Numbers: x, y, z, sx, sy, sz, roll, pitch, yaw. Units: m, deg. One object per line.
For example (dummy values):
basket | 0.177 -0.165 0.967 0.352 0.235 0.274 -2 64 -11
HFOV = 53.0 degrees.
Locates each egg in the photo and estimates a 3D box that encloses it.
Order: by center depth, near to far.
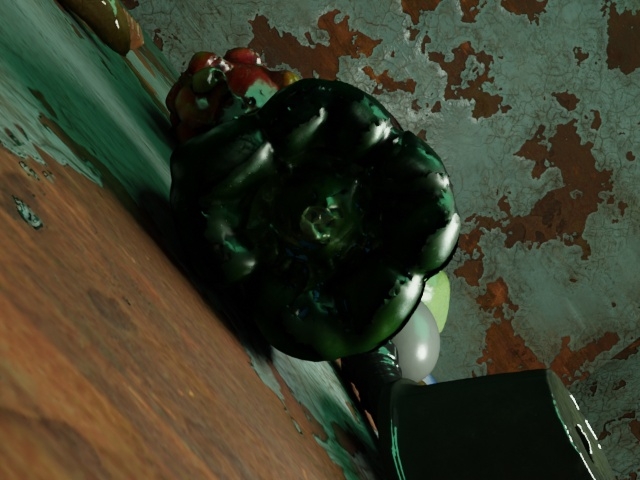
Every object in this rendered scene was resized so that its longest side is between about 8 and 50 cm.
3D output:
egg | 0.157 0.200 1.324 0.176 0.176 0.232 51 11 -32

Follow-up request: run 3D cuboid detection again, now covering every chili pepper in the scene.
chili pepper | -0.009 -0.024 0.623 0.248 0.233 0.257 56 -6 -14

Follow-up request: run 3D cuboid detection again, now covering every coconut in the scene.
coconut | 0.171 0.136 1.697 0.328 0.281 0.328 9 -2 0

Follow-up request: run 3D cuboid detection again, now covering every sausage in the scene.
sausage | -0.393 -0.420 1.270 0.065 0.065 0.169 52 1 -3

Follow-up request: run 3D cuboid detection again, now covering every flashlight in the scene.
flashlight | 0.089 0.212 0.859 0.093 0.093 0.232 52 7 -27

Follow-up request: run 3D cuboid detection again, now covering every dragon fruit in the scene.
dragon fruit | -0.154 -0.204 1.086 0.307 0.243 0.227 -22 92 -50

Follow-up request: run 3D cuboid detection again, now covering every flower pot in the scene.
flower pot | 0.191 0.231 0.636 0.269 0.166 0.269 50 18 -22

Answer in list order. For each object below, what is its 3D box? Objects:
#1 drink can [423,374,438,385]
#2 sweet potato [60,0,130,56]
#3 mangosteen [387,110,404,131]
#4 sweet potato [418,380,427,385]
drink can | 0.231 0.353 1.547 0.235 0.097 0.097 51 2 -41
sweet potato | -0.392 -0.423 0.946 0.341 0.092 0.114 51 27 -47
mangosteen | 0.016 -0.056 0.939 0.313 0.297 0.297 55 1 -3
sweet potato | 0.184 0.323 1.284 0.075 0.075 0.273 53 4 7
